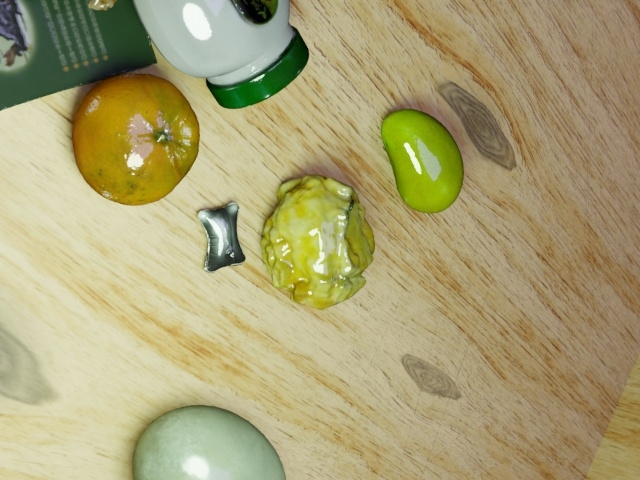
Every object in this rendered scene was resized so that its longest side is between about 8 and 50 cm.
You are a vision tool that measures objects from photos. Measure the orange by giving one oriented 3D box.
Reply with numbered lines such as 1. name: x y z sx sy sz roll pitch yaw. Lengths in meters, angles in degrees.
1. orange: -0.325 -0.180 1.469 0.240 0.171 0.240 -10 105 -39

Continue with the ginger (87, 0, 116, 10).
1. ginger: -0.449 -0.526 1.285 0.375 0.176 0.256 56 48 -22

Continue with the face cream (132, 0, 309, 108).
1. face cream: -0.190 -0.442 1.504 0.312 0.219 0.357 -57 132 -30

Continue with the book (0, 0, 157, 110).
1. book: -0.475 -0.379 1.398 0.371 0.043 0.260 -26 111 -35

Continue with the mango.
1. mango: 0.252 -0.195 1.969 0.185 0.149 0.273 -31 111 -30

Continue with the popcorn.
1. popcorn: 0.000 0.000 1.751 0.252 0.215 0.286 -11 101 -32

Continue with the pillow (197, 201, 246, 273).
1. pillow: -0.202 -0.005 1.681 0.091 0.055 0.136 -10 103 -6

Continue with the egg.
1. egg: -0.215 0.467 1.617 0.352 0.258 0.258 39 72 -40
